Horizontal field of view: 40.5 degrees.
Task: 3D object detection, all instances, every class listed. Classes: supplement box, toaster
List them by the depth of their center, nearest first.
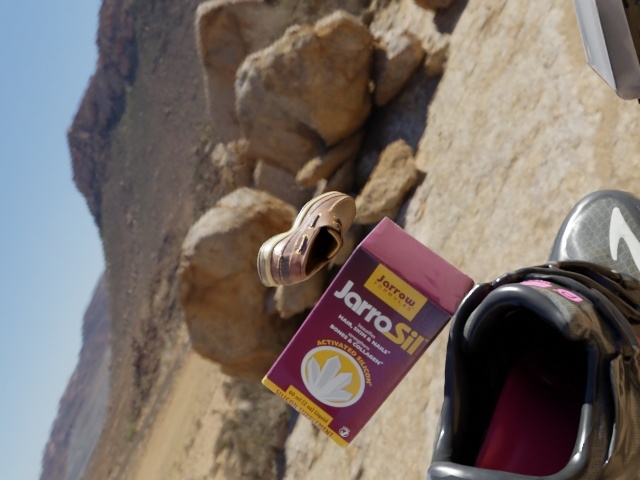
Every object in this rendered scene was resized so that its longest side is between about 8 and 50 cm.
[{"bbox_3d":[0.308,-0.204,0.732,0.168,0.110,0.186,-16,18,14],"label":"toaster"},{"bbox_3d":[0.042,0.086,0.804,0.188,0.104,0.081,-56,-8,30],"label":"supplement box"}]

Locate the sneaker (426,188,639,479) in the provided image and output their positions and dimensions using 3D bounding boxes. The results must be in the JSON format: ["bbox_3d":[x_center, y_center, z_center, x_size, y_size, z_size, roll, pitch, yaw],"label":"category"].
[{"bbox_3d":[0.223,0.092,0.734,0.185,0.202,0.483,-2,35,32],"label":"sneaker"}]

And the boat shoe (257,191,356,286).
[{"bbox_3d":[0.000,0.000,0.978,0.178,0.060,0.064,-43,-51,-48],"label":"boat shoe"}]
